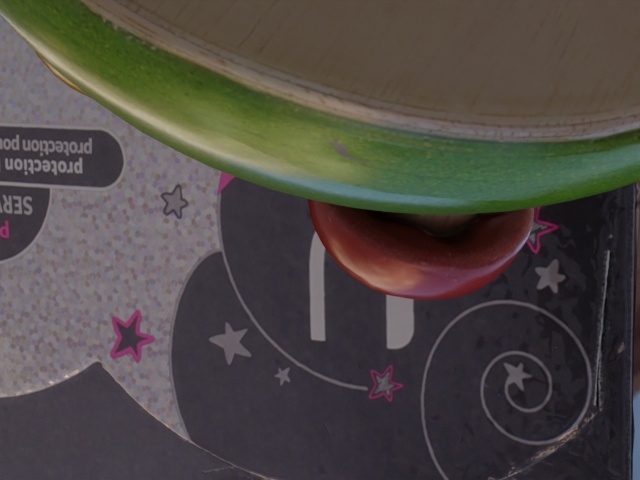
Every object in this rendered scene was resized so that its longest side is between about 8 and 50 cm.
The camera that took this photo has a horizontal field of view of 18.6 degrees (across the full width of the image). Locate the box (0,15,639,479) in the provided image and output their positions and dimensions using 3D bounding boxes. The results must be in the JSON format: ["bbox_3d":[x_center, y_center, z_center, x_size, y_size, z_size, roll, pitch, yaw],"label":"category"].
[{"bbox_3d":[0.000,0.000,0.581,0.247,0.163,0.142,4,-168,27],"label":"box"}]

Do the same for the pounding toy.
[{"bbox_3d":[-0.024,-0.044,0.395,0.237,0.110,0.183,-16,-124,-32],"label":"pounding toy"}]
